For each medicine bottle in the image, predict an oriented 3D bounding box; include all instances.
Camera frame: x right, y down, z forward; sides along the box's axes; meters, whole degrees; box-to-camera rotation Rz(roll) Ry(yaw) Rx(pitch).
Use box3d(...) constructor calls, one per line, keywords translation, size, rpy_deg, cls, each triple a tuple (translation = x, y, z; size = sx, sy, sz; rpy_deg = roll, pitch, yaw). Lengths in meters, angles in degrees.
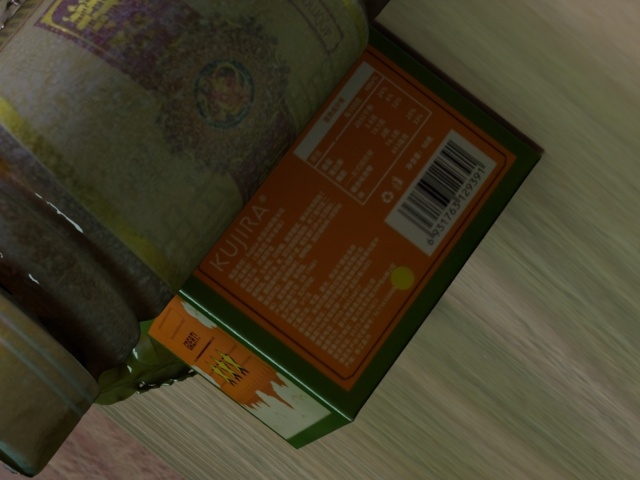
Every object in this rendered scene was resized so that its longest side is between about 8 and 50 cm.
box3d(translation=(-0.104, -0.054, 0.842), size=(0.151, 0.322, 0.151), rpy_deg=(34, 164, 11), cls="medicine bottle")

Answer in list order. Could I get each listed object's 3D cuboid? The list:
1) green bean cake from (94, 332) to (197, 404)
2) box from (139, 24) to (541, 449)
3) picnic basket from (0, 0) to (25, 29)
box3d(translation=(-0.218, 0.009, 1.445), size=(0.202, 0.285, 0.310), rpy_deg=(-124, 14, -64), cls="green bean cake")
box3d(translation=(0.000, 0.000, 1.004), size=(0.148, 0.195, 0.177), rpy_deg=(37, 164, -2), cls="box")
box3d(translation=(-0.203, -0.164, 1.092), size=(0.196, 0.134, 0.154), rpy_deg=(30, 165, 21), cls="picnic basket")
